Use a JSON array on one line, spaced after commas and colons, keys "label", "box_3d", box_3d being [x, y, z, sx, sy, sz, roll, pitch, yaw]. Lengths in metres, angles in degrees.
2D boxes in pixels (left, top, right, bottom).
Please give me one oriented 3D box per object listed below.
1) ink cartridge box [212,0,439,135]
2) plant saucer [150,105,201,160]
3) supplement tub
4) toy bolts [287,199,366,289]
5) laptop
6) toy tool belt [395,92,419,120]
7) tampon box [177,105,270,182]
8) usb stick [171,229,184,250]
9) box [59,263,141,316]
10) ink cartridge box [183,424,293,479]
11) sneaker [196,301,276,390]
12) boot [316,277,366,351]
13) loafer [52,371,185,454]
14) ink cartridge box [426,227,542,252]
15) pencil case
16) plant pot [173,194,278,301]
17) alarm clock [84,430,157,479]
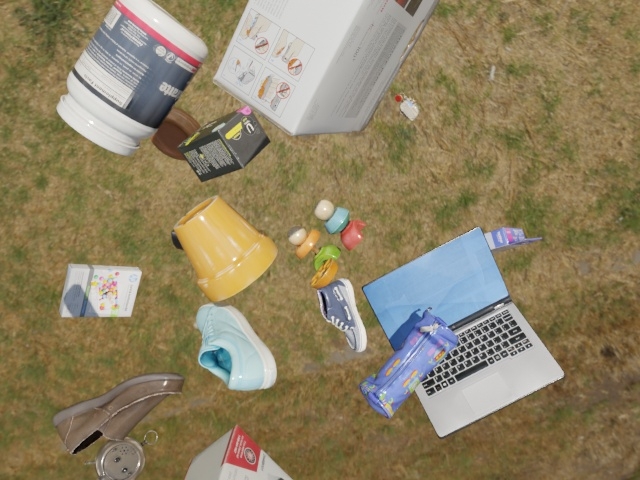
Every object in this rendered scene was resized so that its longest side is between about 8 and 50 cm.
[{"label": "ink cartridge box", "box_3d": [0.043, -0.298, 0.675, 0.130, 0.272, 0.310, 36, 112, 12]}, {"label": "plant saucer", "box_3d": [-0.439, -0.314, 1.589, 0.199, 0.037, 0.200, 13, 140, 11]}, {"label": "supplement tub", "box_3d": [-0.368, -0.325, 1.044, 0.191, 0.191, 0.272, 35, 102, -17]}, {"label": "toy bolts", "box_3d": [0.000, 0.000, 1.513, 0.158, 0.218, 0.228, 38, 116, -10]}, {"label": "laptop", "box_3d": [0.386, 0.250, 1.462, 0.381, 0.408, 0.236, -28, 142, 2]}, {"label": "toy tool belt", "box_3d": [0.247, -0.381, 1.498, 0.083, 0.051, 0.052, 49, 125, -3]}, {"label": "tampon box", "box_3d": [-0.223, -0.222, 1.226, 0.161, 0.120, 0.101, -10, 123, 41]}, {"label": "usb stick", "box_3d": [-0.313, 0.015, 1.519, 0.277, 0.045, 0.077, 11, 131, 26]}, {"label": "box", "box_3d": [-0.601, 0.139, 1.453, 0.186, 0.038, 0.145, 7, 108, -41]}, {"label": "ink cartridge box", "box_3d": [-0.096, 0.466, 0.835, 0.114, 0.197, 0.273, -39, 101, 11]}, {"label": "sneaker", "box_3d": [-0.267, 0.267, 1.403, 0.150, 0.366, 0.135, 4, 106, -41]}, {"label": "boot", "box_3d": [0.048, 0.194, 1.302, 0.086, 0.069, 0.190, -17, 91, -33]}, {"label": "loafer", "box_3d": [-0.507, 0.448, 1.373, 0.365, 0.130, 0.134, -25, 160, 7]}, {"label": "ink cartridge box", "box_3d": [0.511, 0.017, 1.662, 0.311, 0.185, 0.065, -18, 79, 36]}, {"label": "pencil case", "box_3d": [0.236, 0.324, 1.407, 0.306, 0.119, 0.133, -45, 150, -11]}, {"label": "plant pot", "box_3d": [-0.235, 0.006, 1.241, 0.205, 0.205, 0.188, -29, 111, 17]}, {"label": "alarm clock", "box_3d": [-0.540, 0.601, 1.480, 0.129, 0.192, 0.064, 58, 147, -4]}]
